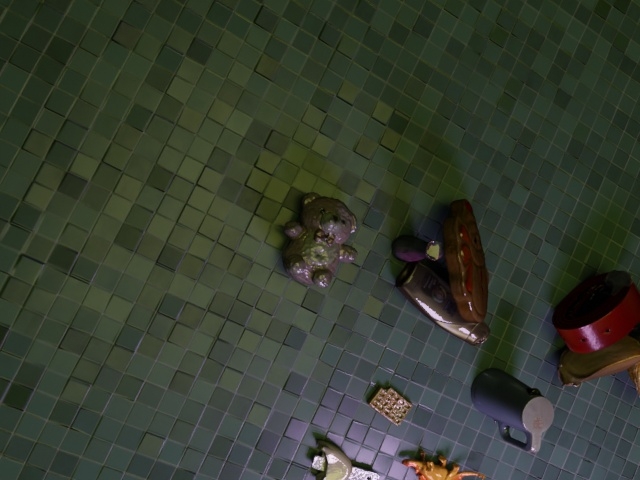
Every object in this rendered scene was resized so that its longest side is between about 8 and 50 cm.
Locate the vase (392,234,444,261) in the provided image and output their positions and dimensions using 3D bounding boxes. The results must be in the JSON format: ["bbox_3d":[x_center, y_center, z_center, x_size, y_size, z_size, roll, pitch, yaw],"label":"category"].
[{"bbox_3d":[0.295,0.026,1.575,0.086,0.214,0.086,0,91,-15],"label":"vase"}]

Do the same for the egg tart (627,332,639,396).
[{"bbox_3d":[1.192,0.431,1.872,0.319,0.128,0.318,-3,96,-26],"label":"egg tart"}]

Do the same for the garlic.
[{"bbox_3d":[0.907,0.408,1.770,0.339,0.196,0.151,-17,82,-7],"label":"garlic"}]

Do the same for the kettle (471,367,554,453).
[{"bbox_3d":[0.606,0.540,1.658,0.160,0.243,0.210,9,90,-15],"label":"kettle"}]

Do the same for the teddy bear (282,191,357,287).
[{"bbox_3d":[-0.001,0.001,1.529,0.236,0.151,0.267,29,87,-16],"label":"teddy bear"}]

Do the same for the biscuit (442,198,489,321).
[{"bbox_3d":[0.449,0.057,1.597,0.074,0.359,0.380,-6,79,26],"label":"biscuit"}]

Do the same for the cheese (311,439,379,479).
[{"bbox_3d":[0.076,0.704,1.614,0.235,0.050,0.127,22,83,-16],"label":"cheese"}]

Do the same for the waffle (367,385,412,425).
[{"bbox_3d":[0.222,0.519,1.666,0.135,0.021,0.092,41,82,-13],"label":"waffle"}]

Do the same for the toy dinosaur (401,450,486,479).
[{"bbox_3d":[0.388,0.763,1.695,0.288,0.070,0.117,19,97,-11],"label":"toy dinosaur"}]

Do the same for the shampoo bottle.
[{"bbox_3d":[0.396,0.211,1.676,0.350,0.084,0.125,41,75,-13],"label":"shampoo bottle"}]

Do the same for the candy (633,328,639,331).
[{"bbox_3d":[1.094,0.258,1.885,0.046,0.053,0.182,-29,101,-12],"label":"candy"}]

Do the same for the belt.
[{"bbox_3d":[0.936,0.231,1.751,0.324,0.227,0.115,-39,103,-10],"label":"belt"}]
